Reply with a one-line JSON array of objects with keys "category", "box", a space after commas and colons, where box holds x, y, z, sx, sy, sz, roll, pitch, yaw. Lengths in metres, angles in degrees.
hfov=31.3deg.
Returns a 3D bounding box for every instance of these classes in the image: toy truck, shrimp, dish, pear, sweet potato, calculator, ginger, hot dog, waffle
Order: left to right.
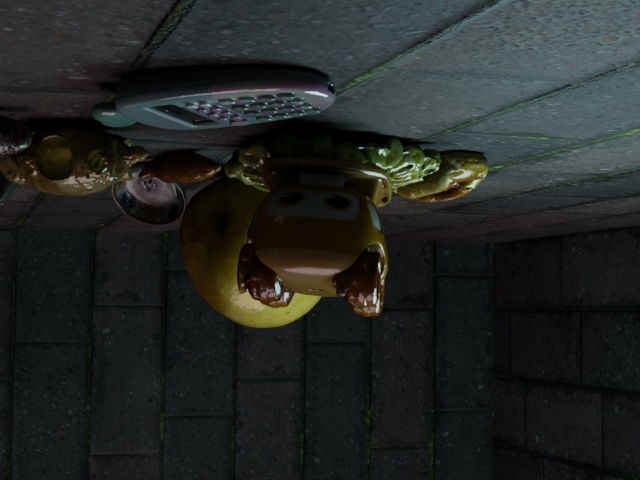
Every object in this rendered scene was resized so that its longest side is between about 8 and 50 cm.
[{"category": "shrimp", "box": [-0.474, -0.144, 1.488, 0.190, 0.075, 0.073, 13, -155, -21]}, {"category": "ginger", "box": [-0.348, -0.115, 1.636, 0.216, 0.102, 0.157, 0, -177, 11]}, {"category": "dish", "box": [-0.306, -0.104, 2.103, 0.141, 0.078, 0.141, 8, 136, 8]}, {"category": "sweet potato", "box": [-0.239, -0.123, 1.922, 0.202, 0.058, 0.055, 2, -138, 49]}, {"category": "calculator", "box": [-0.129, -0.163, 1.323, 0.298, 0.041, 0.185, -3, 175, 20]}, {"category": "pear", "box": [-0.119, 0.013, 2.151, 0.314, 0.315, 0.314, 1, 176, 0]}, {"category": "toy truck", "box": [0.000, 0.000, 1.666, 0.204, 0.212, 0.288, 4, 170, 9]}, {"category": "waffle", "box": [0.017, -0.111, 1.805, 0.317, 0.073, 0.297, 10, 168, -37]}, {"category": "hot dog", "box": [0.191, -0.105, 1.962, 0.084, 0.073, 0.242, 8, 172, -31]}]

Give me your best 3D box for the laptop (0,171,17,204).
[{"category": "laptop", "box": [-0.684, -0.102, 2.057, 0.268, 0.015, 0.188, 1, -159, -1]}]
